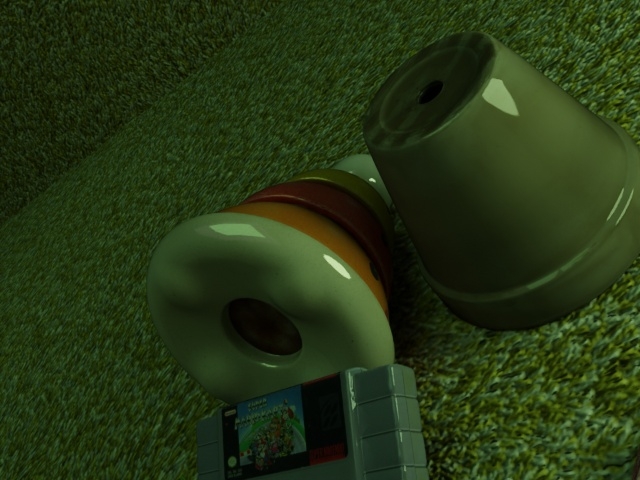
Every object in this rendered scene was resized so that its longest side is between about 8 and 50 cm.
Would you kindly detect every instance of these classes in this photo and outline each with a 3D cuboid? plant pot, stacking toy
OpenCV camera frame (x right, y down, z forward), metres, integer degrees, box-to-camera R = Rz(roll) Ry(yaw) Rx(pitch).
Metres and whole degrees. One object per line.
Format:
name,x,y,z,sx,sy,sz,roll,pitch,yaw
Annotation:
plant pot,0.211,-0.096,0.946,0.323,0.280,0.323,-30,35,24
stacking toy,0.000,0.000,1.128,0.351,0.350,0.480,-20,25,37

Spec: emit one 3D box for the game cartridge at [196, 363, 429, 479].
game cartridge,-0.027,0.291,0.903,0.355,0.068,0.230,-25,65,38

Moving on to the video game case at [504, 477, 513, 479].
video game case,0.171,0.331,0.723,0.143,0.019,0.157,-52,25,12

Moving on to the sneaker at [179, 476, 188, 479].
sneaker,-0.234,0.439,1.060,0.097,0.084,0.234,-27,36,27

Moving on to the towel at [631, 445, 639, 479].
towel,0.384,0.252,0.572,0.329,0.037,0.237,-3,52,49
